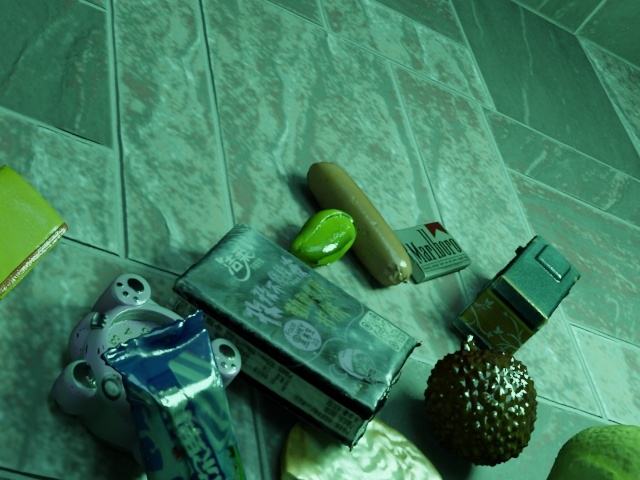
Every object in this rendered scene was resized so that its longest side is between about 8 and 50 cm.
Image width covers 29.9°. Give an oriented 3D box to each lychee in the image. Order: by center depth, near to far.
[{"bbox_3d":[0.263,0.263,1.983,0.200,0.200,0.238,17,45,-33],"label":"lychee"}]

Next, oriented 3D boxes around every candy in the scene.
[{"bbox_3d":[-0.168,0.267,1.512,0.187,0.077,0.331,-22,104,-51],"label":"candy"}]

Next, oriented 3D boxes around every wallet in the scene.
[{"bbox_3d":[-0.460,0.007,1.654,0.141,0.067,0.241,42,36,-6],"label":"wallet"}]

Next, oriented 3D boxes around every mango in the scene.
[{"bbox_3d":[0.000,0.000,2.138,0.165,0.074,0.091,-29,77,-45],"label":"mango"}]

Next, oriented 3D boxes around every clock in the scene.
[{"bbox_3d":[-0.241,0.182,1.640,0.227,0.090,0.248,36,33,-7],"label":"clock"}]

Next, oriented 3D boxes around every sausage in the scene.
[{"bbox_3d":[0.073,-0.032,2.241,0.086,0.086,0.289,-9,55,-51],"label":"sausage"}]

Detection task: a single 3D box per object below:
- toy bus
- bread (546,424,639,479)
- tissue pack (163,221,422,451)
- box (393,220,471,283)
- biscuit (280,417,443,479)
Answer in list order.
[{"bbox_3d":[0.386,0.110,2.319,0.138,0.167,0.275,44,31,7],"label":"toy bus"},{"bbox_3d":[0.511,0.439,1.921,0.320,0.320,0.237,38,48,-5],"label":"bread"},{"bbox_3d":[-0.041,0.136,1.843,0.361,0.122,0.259,32,28,6],"label":"tissue pack"},{"bbox_3d":[0.213,0.022,2.367,0.177,0.036,0.115,-12,59,-52],"label":"box"},{"bbox_3d":[0.074,0.349,1.808,0.308,0.040,0.205,28,34,-18],"label":"biscuit"}]
